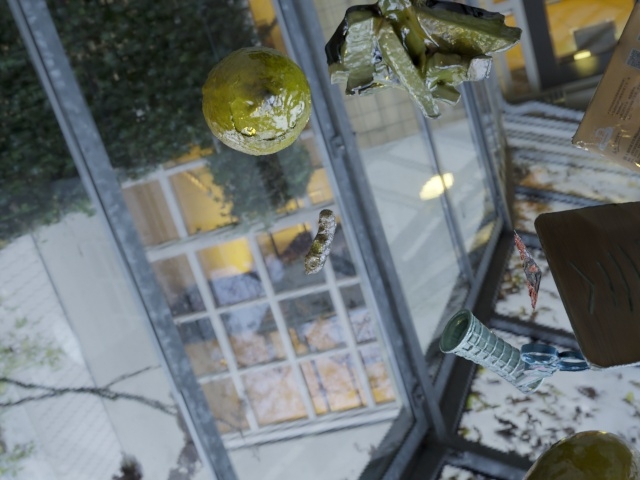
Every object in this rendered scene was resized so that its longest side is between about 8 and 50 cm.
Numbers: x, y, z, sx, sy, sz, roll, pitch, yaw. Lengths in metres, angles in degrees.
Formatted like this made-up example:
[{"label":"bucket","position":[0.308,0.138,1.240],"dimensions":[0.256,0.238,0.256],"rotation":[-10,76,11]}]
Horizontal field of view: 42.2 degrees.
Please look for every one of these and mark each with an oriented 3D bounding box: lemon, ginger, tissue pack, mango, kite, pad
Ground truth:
[{"label":"lemon","position":[-0.105,-0.223,1.337],"dimensions":[0.193,0.180,0.181],"rotation":[-9,-163,45]},{"label":"ginger","position":[0.002,-0.002,1.857],"dimensions":[0.051,0.173,0.069],"rotation":[24,-149,22]},{"label":"tissue pack","position":[0.678,-0.307,1.660],"dimensions":[0.239,0.305,0.238],"rotation":[14,-152,-8]},{"label":"ginger","position":[0.197,-0.375,1.780],"dimensions":[0.359,0.211,0.414],"rotation":[13,154,-42]},{"label":"mango","position":[0.496,0.495,1.497],"dimensions":[0.221,0.301,0.445],"rotation":[15,175,35]},{"label":"kite","position":[0.560,0.082,2.185],"dimensions":[0.008,0.222,0.125],"rotation":[-19,166,37]},{"label":"pad","position":[0.524,0.065,1.387],"dimensions":[0.284,0.286,0.018],"rotation":[-7,155,-14]}]

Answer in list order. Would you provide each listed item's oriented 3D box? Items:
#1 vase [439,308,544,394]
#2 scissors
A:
[{"label":"vase","position":[0.505,0.331,2.397],"dimensions":[0.143,0.299,0.143],"rotation":[-53,-165,20]},{"label":"scissors","position":[0.406,0.234,1.535],"dimensions":[0.125,0.030,0.256],"rotation":[12,161,0]}]
